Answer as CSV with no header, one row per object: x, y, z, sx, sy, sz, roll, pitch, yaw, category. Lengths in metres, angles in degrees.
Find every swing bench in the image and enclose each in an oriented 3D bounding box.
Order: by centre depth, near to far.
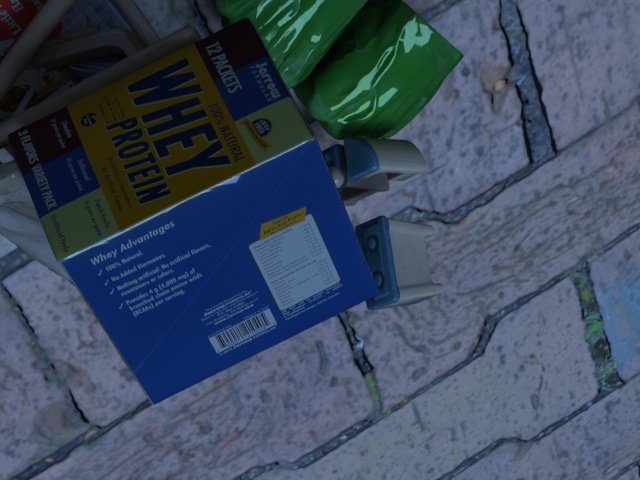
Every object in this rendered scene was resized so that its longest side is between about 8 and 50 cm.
-0.165,-0.071,1.469,0.255,0.165,0.253,-40,141,7,swing bench

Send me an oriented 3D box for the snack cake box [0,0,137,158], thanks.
-0.244,-0.169,1.514,0.152,0.089,0.264,-35,141,1,snack cake box

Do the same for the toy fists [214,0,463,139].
0.009,-0.188,1.674,0.142,0.096,0.279,-49,138,7,toy fists

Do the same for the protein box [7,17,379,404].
-0.090,-0.018,1.338,0.200,0.136,0.201,-26,142,-2,protein box

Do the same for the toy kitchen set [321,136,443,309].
0.000,0.000,1.726,0.122,0.166,0.207,0,166,-35,toy kitchen set
